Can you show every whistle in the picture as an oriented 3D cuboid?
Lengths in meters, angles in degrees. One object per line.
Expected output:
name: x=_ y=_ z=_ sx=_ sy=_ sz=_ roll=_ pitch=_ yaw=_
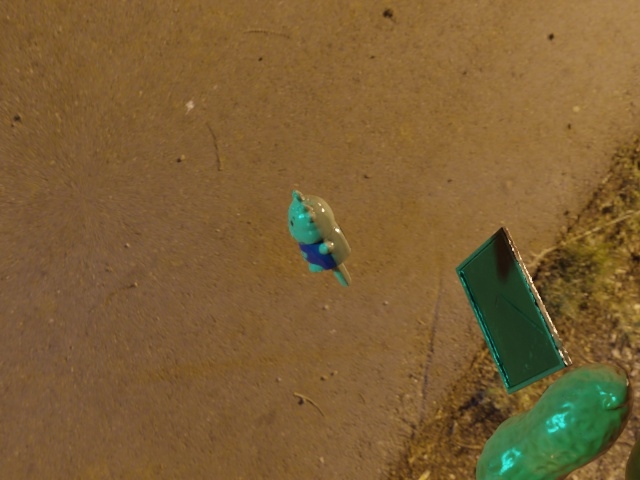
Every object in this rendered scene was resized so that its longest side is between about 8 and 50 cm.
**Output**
whistle: x=0.000 y=0.000 z=1.277 sx=0.092 sy=0.110 sz=0.244 roll=-30 pitch=128 yaw=-3

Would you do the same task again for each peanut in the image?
peanut: x=0.286 y=0.244 z=0.842 sx=0.101 sy=0.117 sz=0.263 roll=25 pitch=128 yaw=-8

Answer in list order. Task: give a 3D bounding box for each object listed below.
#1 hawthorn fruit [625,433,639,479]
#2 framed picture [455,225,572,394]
hawthorn fruit: x=0.714 y=0.470 z=1.284 sx=0.267 sy=0.268 sz=0.301 roll=37 pitch=90 yaw=-18
framed picture: x=0.434 y=0.166 z=1.570 sx=0.022 sy=0.247 sz=0.335 roll=-12 pitch=68 yaw=-22
